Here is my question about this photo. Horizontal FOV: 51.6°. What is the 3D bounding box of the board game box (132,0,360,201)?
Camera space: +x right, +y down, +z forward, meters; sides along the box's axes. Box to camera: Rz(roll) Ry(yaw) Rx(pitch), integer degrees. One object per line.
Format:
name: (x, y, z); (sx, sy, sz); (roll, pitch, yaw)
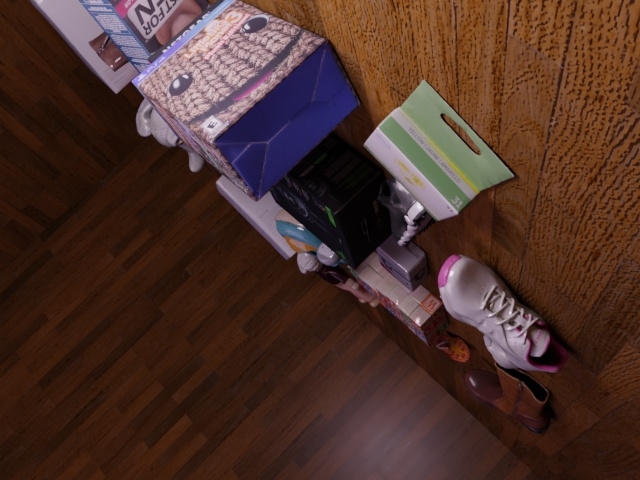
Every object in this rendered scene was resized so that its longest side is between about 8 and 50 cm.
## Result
board game box: (-0.126, -0.240, 1.076); (0.291, 0.232, 0.141); (38, 169, 42)

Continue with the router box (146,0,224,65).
router box: (-0.212, -0.336, 1.227); (0.046, 0.179, 0.133); (42, 172, 37)

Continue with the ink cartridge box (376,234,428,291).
ink cartridge box: (0.189, 0.044, 1.532); (0.109, 0.063, 0.150); (42, 172, 23)

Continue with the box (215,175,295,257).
box: (-0.170, -0.115, 2.232); (0.345, 0.168, 0.215); (45, 173, -1)

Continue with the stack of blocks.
stack of blocks: (0.213, 0.145, 1.850); (0.297, 0.087, 0.171); (41, 171, 31)

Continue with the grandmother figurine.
grandmother figurine: (0.053, 0.113, 2.214); (0.342, 0.104, 0.208); (32, 161, -35)

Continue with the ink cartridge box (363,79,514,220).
ink cartridge box: (0.153, -0.114, 0.925); (0.171, 0.056, 0.235); (46, 175, -1)

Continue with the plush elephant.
plush elephant: (-0.288, -0.290, 1.590); (0.330, 0.255, 0.272); (51, 171, -36)

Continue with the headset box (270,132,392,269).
headset box: (0.014, -0.101, 1.377); (0.283, 0.131, 0.246); (41, 166, 27)

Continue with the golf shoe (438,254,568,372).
golf shoe: (0.326, 0.130, 1.159); (0.306, 0.115, 0.140); (42, 164, -30)

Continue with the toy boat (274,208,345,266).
toy boat: (0.000, 0.000, 1.854); (0.267, 0.148, 0.318); (26, 170, -15)

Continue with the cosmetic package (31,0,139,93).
cosmetic package: (-0.616, -0.614, 1.813); (0.156, 0.217, 0.385); (41, 170, 28)

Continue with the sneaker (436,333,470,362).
sneaker: (0.398, 0.312, 1.916); (0.067, 0.064, 0.175); (27, -178, -14)

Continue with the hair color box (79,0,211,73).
hair color box: (-0.291, -0.402, 1.273); (0.105, 0.174, 0.347); (18, 157, 37)

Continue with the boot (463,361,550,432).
boot: (0.466, 0.378, 1.705); (0.264, 0.096, 0.280); (40, 170, 35)

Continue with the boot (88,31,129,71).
boot: (-0.376, -0.437, 1.466); (0.248, 0.207, 0.090); (41, 172, 28)

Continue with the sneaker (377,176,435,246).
sneaker: (0.149, -0.061, 1.166); (0.106, 0.078, 0.234); (50, 172, 12)
